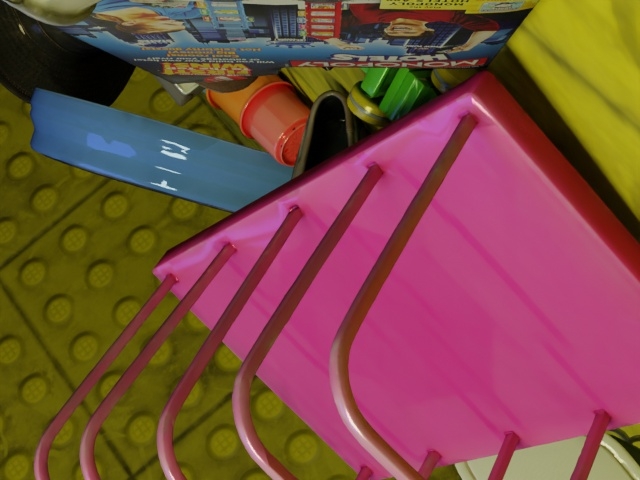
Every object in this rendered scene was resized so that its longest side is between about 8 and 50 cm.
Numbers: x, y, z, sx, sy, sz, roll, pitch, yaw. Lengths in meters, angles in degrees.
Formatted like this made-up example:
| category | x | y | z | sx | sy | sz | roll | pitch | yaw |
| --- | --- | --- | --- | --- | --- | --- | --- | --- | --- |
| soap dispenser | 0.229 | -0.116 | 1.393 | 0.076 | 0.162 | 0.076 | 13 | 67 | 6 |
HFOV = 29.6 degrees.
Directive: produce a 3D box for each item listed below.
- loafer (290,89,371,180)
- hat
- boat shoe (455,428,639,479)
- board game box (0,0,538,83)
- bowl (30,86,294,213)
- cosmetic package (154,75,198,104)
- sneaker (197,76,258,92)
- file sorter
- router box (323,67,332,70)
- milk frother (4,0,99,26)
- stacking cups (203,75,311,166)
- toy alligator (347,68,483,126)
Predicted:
| category | x | y | z | sx | sy | sz | roll | pitch | yaw |
| --- | --- | --- | --- | --- | --- | --- | --- | --- | --- |
| loafer | 0.000 | 0.000 | 0.993 | 0.084 | 0.096 | 0.267 | 73 | -163 | -60 |
| hat | -0.300 | -0.332 | 1.560 | 0.134 | 0.331 | 0.331 | -8 | 134 | 36 |
| boat shoe | 0.205 | 0.174 | 0.766 | 0.254 | 0.095 | 0.079 | 22 | -174 | 15 |
| board game box | -0.021 | -0.107 | 0.493 | 0.194 | 0.194 | 0.060 | 126 | 144 | -88 |
| bowl | -0.162 | -0.094 | 1.459 | 0.391 | 0.077 | 0.391 | 16 | -178 | -1 |
| cosmetic package | -0.135 | -0.220 | 1.119 | 0.160 | 0.113 | 0.309 | 51 | 178 | -7 |
| sneaker | -0.084 | -0.152 | 0.709 | 0.188 | 0.066 | 0.071 | 55 | 174 | -37 |
| file sorter | 0.016 | 0.094 | 0.614 | 0.202 | 0.182 | 0.291 | 46 | 142 | -15 |
| router box | -0.046 | -0.191 | 0.758 | 0.133 | 0.046 | 0.179 | 53 | 176 | -33 |
| milk frother | -0.010 | -0.111 | 0.332 | 0.143 | 0.135 | 0.129 | 55 | -154 | -34 |
| stacking cups | -0.108 | -0.202 | 1.339 | 0.316 | 0.096 | 0.096 | 43 | 174 | 32 |
| toy alligator | 0.041 | -0.096 | 0.643 | 0.051 | 0.056 | 0.189 | -10 | -131 | -45 |
